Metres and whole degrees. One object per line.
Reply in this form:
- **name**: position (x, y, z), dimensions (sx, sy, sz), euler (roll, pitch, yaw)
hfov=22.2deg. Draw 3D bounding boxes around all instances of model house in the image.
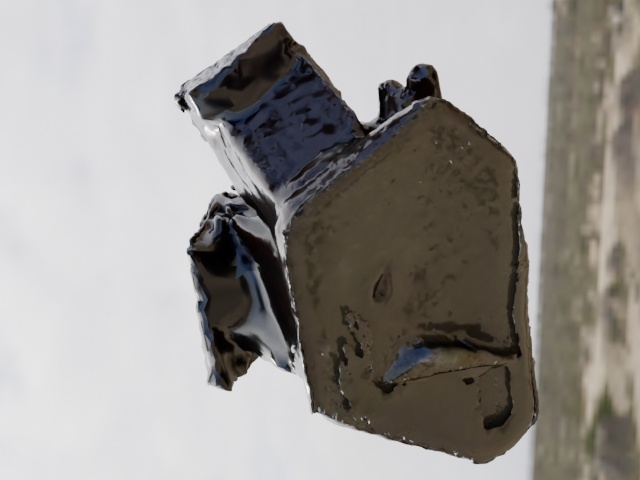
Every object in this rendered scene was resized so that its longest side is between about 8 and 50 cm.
- **model house**: position (0.008, -0.007, 0.750), dimensions (0.164, 0.141, 0.203), euler (-127, 29, -51)
